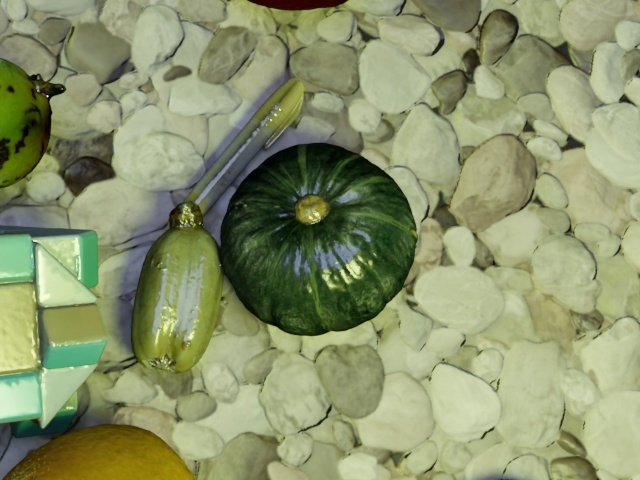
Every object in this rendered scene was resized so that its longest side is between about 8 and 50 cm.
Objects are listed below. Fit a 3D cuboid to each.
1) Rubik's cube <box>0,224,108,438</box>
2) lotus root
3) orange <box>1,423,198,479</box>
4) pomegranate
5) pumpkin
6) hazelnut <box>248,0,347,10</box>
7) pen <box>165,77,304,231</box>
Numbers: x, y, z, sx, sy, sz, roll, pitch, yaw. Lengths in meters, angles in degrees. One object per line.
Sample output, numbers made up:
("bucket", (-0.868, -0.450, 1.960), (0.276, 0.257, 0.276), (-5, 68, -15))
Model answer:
("Rubik's cube", (-0.325, 0.090, 1.295), (0.213, 0.265, 0.224), (-5, 93, -30))
("lotus root", (-0.150, 0.050, 1.381), (0.090, 0.077, 0.183), (9, 78, -9))
("orange", (-0.215, 0.289, 1.238), (0.236, 0.236, 0.236), (1, 75, -3))
("pomegranate", (-0.374, -0.098, 1.378), (0.156, 0.156, 0.220), (32, 95, 5))
("pumpkin", (-0.002, -0.001, 1.369), (0.212, 0.152, 0.211), (0, 68, 1))
("hazelnut", (-0.038, -0.356, 1.458), (0.208, 0.208, 0.208), (1, 75, -3))
("pen", (-0.091, -0.090, 1.451), (0.040, 0.032, 0.233), (42, 77, -16))
